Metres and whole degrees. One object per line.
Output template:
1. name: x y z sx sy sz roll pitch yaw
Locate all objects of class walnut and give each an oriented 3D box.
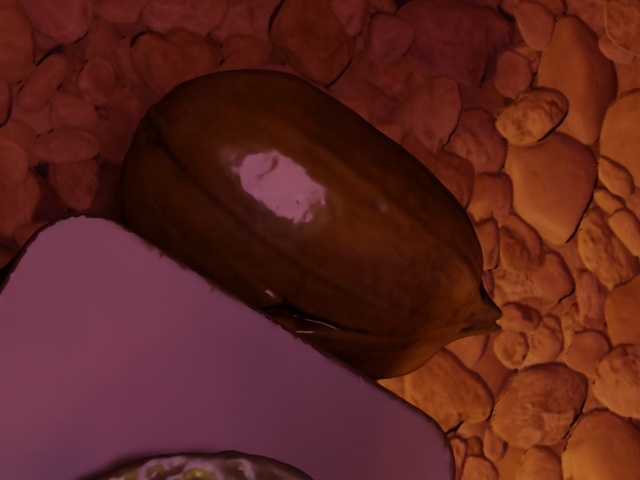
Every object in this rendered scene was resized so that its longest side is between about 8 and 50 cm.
1. walnut: 0.000 0.000 1.247 0.336 0.209 0.209 27 73 -19

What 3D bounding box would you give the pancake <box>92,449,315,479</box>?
1. pancake: -0.080 0.242 1.019 0.242 0.050 0.242 4 76 -17

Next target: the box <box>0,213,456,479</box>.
1. box: -0.124 0.168 1.155 0.339 0.229 0.239 33 72 -15
